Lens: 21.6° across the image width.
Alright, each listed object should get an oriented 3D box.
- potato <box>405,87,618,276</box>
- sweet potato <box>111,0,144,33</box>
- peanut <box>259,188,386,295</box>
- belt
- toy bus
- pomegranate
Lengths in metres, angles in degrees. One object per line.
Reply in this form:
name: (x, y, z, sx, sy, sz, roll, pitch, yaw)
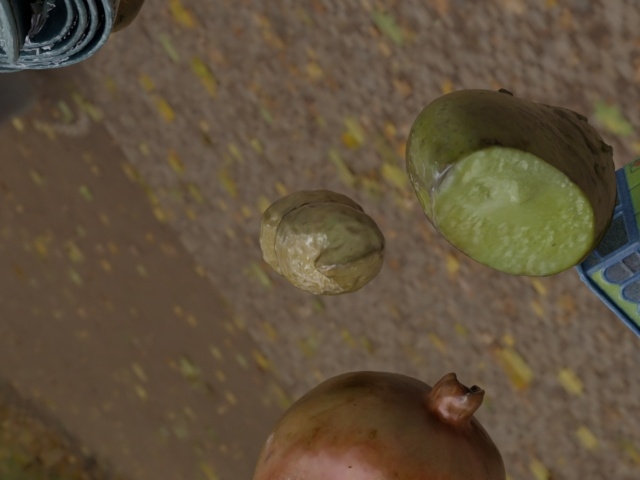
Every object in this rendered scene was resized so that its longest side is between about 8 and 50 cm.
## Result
potato: (0.164, -0.050, 1.472, 0.176, 0.141, 0.298, 44, -157, 24)
sweet potato: (-0.218, -0.279, 1.822, 0.059, 0.249, 0.069, -7, 131, 24)
peanut: (0.000, 0.000, 1.744, 0.101, 0.117, 0.263, 59, 177, -10)
belt: (-0.256, -0.214, 1.318, 0.267, 0.206, 0.116, 62, -151, -66)
toy bus: (0.441, 0.042, 1.954, 0.312, 0.190, 0.152, 42, -152, -30)
pomegranate: (0.068, 0.237, 1.664, 0.252, 0.270, 0.229, 31, -157, 1)
